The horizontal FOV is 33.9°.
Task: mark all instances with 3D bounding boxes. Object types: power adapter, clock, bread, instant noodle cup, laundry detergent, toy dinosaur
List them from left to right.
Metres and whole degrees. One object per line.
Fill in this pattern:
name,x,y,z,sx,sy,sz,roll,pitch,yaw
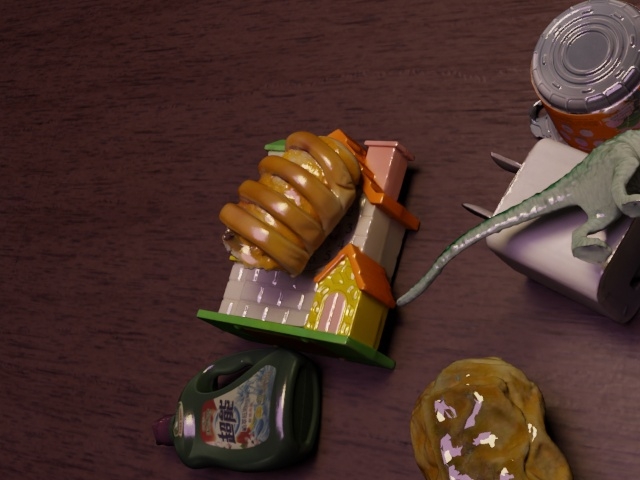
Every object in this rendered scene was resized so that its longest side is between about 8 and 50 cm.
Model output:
laundry detergent,-0.108,0.201,1.233,0.221,0.078,0.144,-11,63,33
bread,-0.036,-0.043,1.157,0.119,0.084,0.177,33,83,41
clock,0.000,0.000,1.222,0.219,0.106,0.255,6,74,36
bread,0.169,0.239,0.993,0.152,0.130,0.268,-34,55,29
power adapter,0.236,-0.025,1.056,0.205,0.125,0.130,31,89,38
toy dinosaur,0.227,-0.023,0.923,0.383,0.076,0.129,-28,24,11
instant noodle cup,0.294,-0.169,1.079,0.208,0.125,0.178,-22,59,25
